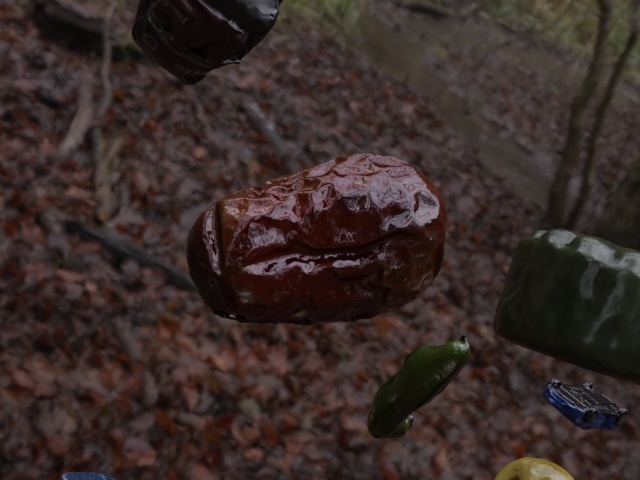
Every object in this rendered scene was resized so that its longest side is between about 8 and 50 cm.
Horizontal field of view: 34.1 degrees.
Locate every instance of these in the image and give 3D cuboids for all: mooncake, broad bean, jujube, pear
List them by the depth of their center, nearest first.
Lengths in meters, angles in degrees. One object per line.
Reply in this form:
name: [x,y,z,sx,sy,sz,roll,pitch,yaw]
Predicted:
broad bean: [0.080,0.139,0.945,0.061,0.195,0.046,-26,68,-24]
jujube: [0.000,0.000,1.335,0.342,0.216,0.216,-12,40,-21]
mooncake: [0.453,0.109,1.598,0.356,0.194,0.356,17,0,0]
pear: [0.423,0.507,2.024,0.178,0.178,0.178,25,23,-11]

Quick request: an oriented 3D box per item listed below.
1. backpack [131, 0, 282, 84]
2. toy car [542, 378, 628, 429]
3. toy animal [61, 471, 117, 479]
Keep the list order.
backpack: [-0.112,-0.212,0.979,0.120,0.165,0.106,33,55,-13]
toy car: [0.468,0.301,1.867,0.216,0.063,0.103,12,21,-48]
toy animal: [-0.238,0.368,1.213,0.255,0.176,0.239,161,-92,-84]
